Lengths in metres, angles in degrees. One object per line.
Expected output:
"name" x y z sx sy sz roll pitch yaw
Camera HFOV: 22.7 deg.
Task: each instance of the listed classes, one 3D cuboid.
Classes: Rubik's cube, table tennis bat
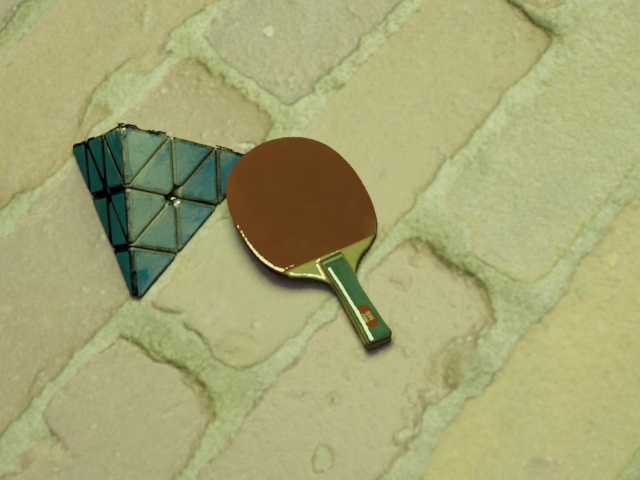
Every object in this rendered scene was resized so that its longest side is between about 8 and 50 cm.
"Rubik's cube" -0.167 -0.026 1.766 0.190 0.211 0.178 4 87 -18
"table tennis bat" 0.000 0.000 1.746 0.154 0.021 0.274 -23 67 -16
